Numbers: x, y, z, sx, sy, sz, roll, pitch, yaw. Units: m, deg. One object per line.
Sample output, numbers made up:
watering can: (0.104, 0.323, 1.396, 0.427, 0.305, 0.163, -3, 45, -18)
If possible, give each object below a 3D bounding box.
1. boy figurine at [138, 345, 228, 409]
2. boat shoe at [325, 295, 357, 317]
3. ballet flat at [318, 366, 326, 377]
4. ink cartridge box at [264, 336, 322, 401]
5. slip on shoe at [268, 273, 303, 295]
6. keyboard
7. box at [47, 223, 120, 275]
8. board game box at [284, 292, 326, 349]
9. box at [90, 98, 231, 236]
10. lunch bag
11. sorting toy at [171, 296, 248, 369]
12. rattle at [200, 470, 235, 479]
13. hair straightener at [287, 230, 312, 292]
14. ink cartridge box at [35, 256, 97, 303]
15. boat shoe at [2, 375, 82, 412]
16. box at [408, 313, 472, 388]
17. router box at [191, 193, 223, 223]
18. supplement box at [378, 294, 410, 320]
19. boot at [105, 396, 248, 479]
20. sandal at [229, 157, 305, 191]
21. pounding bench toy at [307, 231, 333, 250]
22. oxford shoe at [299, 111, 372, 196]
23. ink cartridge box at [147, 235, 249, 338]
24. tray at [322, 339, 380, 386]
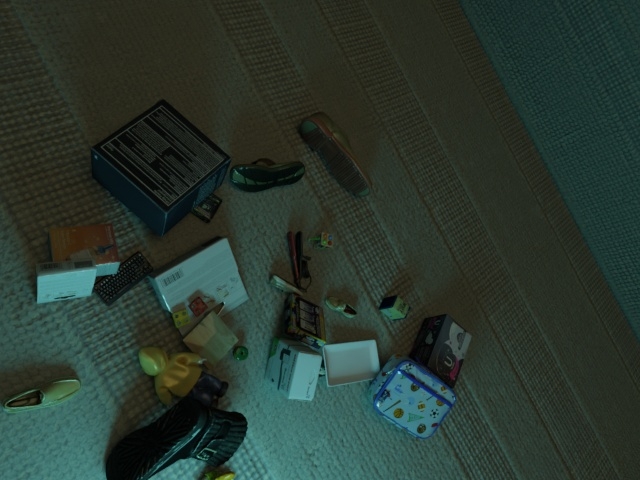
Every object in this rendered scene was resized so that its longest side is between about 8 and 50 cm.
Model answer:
boy figurine: (-0.423, 0.411, 1.520, 0.285, 0.092, 0.177, 33, 79, -16)
boat shoe: (0.082, 0.246, 1.914, 0.135, 0.045, 0.050, 30, 61, -21)
ballet flat: (-0.024, 0.466, 1.784, 0.114, 0.041, 0.041, -6, 78, -33)
ink cartridge box: (-0.090, 0.408, 1.637, 0.086, 0.208, 0.153, 14, 86, -28)
slip on shoe: (-0.123, 0.168, 1.814, 0.135, 0.051, 0.041, 34, 91, -24)
keyboard: (-0.607, 0.102, 1.545, 0.108, 0.023, 0.180, 51, 55, -8)
box: (-0.680, 0.033, 1.465, 0.170, 0.091, 0.130, -8, 69, -32)
board game box: (-0.054, 0.279, 1.769, 0.141, 0.048, 0.170, 30, 28, -22)
box: (-0.498, -0.227, 1.594, 0.296, 0.183, 0.294, 41, 56, 0)
lunch bag: (0.335, 0.564, 1.874, 0.303, 0.115, 0.243, 37, 90, -16)
sorting toy: (-0.358, 0.307, 1.611, 0.132, 0.046, 0.274, -47, 108, -29)
rattle: (-0.291, 0.775, 1.466, 0.130, 0.142, 0.200, 38, 51, -38)
hair straightener: (-0.063, 0.076, 1.875, 0.089, 0.047, 0.231, -5, 78, -33)
ink cartridge box: (-0.698, 0.110, 1.397, 0.145, 0.179, 0.045, -7, 67, -33)
boat shoe: (-0.727, 0.409, 1.343, 0.190, 0.072, 0.068, -16, 84, -35)
box: (0.475, 0.445, 2.038, 0.163, 0.142, 0.247, 40, 59, -15)
router box: (-0.406, -0.130, 1.731, 0.122, 0.038, 0.092, 35, 59, -18)
supplement box: (0.293, 0.268, 2.015, 0.083, 0.083, 0.056, 40, 59, -17)
boot: (-0.397, 0.595, 1.453, 0.131, 0.348, 0.260, 58, 4, 36)
sandal: (-0.199, -0.251, 1.871, 0.302, 0.120, 0.086, -10, 53, -35)
pounding bench toy: (0.000, 0.000, 1.927, 0.083, 0.065, 0.052, 15, 68, -27)
oxford shoe: (0.094, -0.358, 2.058, 0.397, 0.140, 0.146, 52, 49, -10)
ink cartridge box: (-0.384, 0.150, 1.649, 0.275, 0.060, 0.239, -33, 119, -35)
tray: (0.111, 0.444, 1.860, 0.270, 0.030, 0.145, 4, 74, -40)
